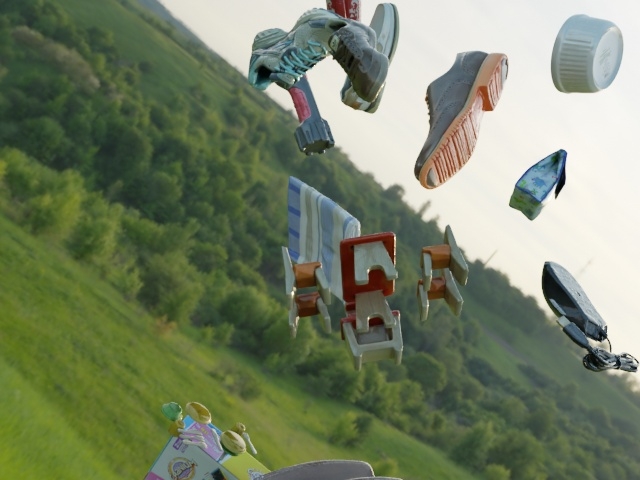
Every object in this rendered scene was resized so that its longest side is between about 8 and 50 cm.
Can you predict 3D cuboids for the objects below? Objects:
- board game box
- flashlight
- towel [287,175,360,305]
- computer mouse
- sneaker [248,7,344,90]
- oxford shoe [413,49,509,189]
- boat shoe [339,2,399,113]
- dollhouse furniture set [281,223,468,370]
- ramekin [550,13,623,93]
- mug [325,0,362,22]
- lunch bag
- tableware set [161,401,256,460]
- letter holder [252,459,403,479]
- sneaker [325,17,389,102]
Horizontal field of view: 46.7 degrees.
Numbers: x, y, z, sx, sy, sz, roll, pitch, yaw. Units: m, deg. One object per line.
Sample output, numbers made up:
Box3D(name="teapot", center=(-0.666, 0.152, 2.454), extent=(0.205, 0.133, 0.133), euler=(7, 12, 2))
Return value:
Box3D(name="board game box", center=(-0.197, 0.525, 1.510), extent=(0.316, 0.242, 0.064), euler=(38, 34, 4))
Box3D(name="flashlight", center=(-0.062, -0.370, 1.982), extent=(0.103, 0.103, 0.304), euler=(13, 53, -50))
Box3D(name="towel", center=(0.000, 0.000, 1.600), extent=(0.034, 0.209, 0.285), euler=(-14, 30, -26))
Box3D(name="computer mouse", center=(0.461, 0.146, 1.369), extent=(0.184, 0.060, 0.262), euler=(9, 42, -46))
Box3D(name="sneaker", center=(-0.040, -0.364, 1.478), extent=(0.110, 0.122, 0.283), euler=(29, -23, -35))
Box3D(name="oxford shoe", center=(0.277, -0.264, 1.604), extent=(0.132, 0.364, 0.130), euler=(20, -26, 29))
Box3D(name="boat shoe", center=(0.134, -0.504, 2.022), extent=(0.103, 0.303, 0.113), euler=(9, 6, -23))
Box3D(name="dollhouse furniture set", center=(0.075, 0.079, 1.163), extent=(0.259, 0.261, 0.135), euler=(86, -5, -49))
Box3D(name="ramekin", center=(0.702, -0.482, 1.936), extent=(0.109, 0.207, 0.207), euler=(21, -8, 41))
Box3D(name="mug", center=(0.053, -0.653, 2.027), extent=(0.113, 0.150, 0.169), euler=(17, -52, 31))
Box3D(name="lunch bag", center=(0.539, -0.139, 1.800), extent=(0.096, 0.151, 0.129), euler=(36, -14, 16))
Box3D(name="tableware set", center=(-0.178, 0.300, 1.172), extent=(0.154, 0.024, 0.104), euler=(22, 21, -41))
Box3D(name="letter holder", center=(0.057, 0.436, 1.150), extent=(0.301, 0.152, 0.215), euler=(11, 57, -48))
Box3D(name="sneaker", center=(0.042, -0.250, 1.018), extent=(0.071, 0.066, 0.188), euler=(18, 31, -18))
